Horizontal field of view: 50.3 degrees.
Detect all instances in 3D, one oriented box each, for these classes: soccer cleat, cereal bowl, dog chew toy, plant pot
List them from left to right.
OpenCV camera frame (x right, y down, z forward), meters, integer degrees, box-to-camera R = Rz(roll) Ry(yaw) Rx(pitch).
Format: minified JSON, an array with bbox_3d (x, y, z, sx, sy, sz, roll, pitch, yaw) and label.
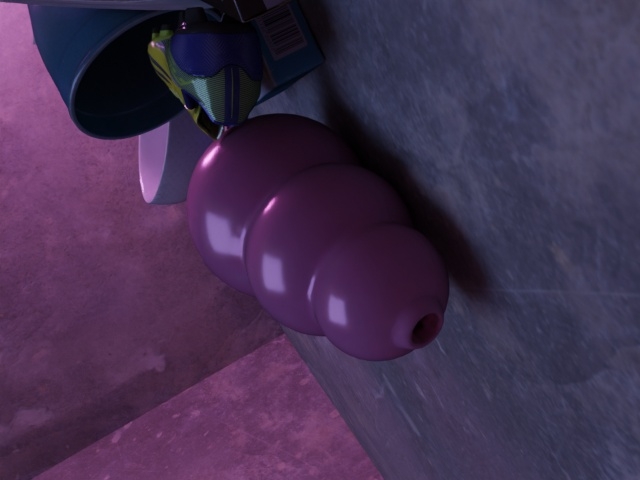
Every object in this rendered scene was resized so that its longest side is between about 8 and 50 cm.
[{"bbox_3d":[-0.325,-0.343,1.057,0.255,0.271,0.272,53,169,13],"label":"plant pot"},{"bbox_3d":[-0.295,-0.240,1.467,0.339,0.141,0.339,-177,90,-66],"label":"cereal bowl"},{"bbox_3d":[-0.128,-0.166,0.718,0.289,0.093,0.121,-154,61,-69],"label":"soccer cleat"},{"bbox_3d":[0.000,0.000,0.696,0.332,0.206,0.207,39,157,45],"label":"dog chew toy"}]

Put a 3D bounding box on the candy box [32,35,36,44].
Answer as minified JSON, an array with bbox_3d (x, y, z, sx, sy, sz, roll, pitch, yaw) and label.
[{"bbox_3d":[-0.399,-0.405,1.274,0.159,0.233,0.071,-30,58,51],"label":"candy box"}]

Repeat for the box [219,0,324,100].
[{"bbox_3d":[-0.069,-0.219,0.791,0.101,0.060,0.244,64,170,-11],"label":"box"}]

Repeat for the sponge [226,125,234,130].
[{"bbox_3d":[-0.139,-0.187,1.325,0.210,0.031,0.117,53,168,41],"label":"sponge"}]

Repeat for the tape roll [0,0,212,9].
[{"bbox_3d":[-0.274,-0.295,0.714,0.392,0.391,0.072,-144,53,-68],"label":"tape roll"}]

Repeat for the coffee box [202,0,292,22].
[{"bbox_3d":[-0.080,-0.302,0.496,0.141,0.098,0.247,47,163,55],"label":"coffee box"}]
